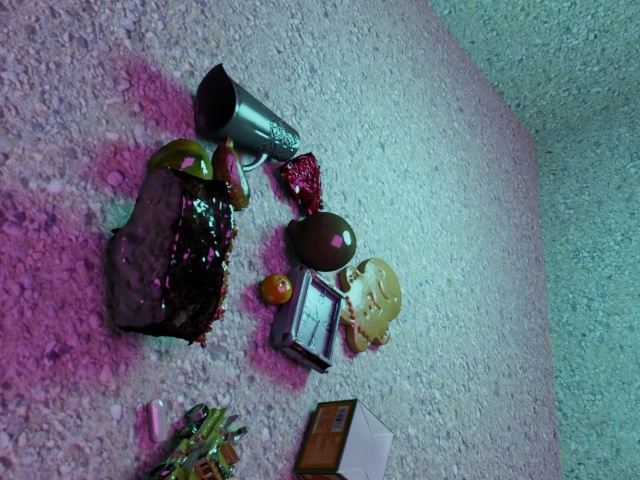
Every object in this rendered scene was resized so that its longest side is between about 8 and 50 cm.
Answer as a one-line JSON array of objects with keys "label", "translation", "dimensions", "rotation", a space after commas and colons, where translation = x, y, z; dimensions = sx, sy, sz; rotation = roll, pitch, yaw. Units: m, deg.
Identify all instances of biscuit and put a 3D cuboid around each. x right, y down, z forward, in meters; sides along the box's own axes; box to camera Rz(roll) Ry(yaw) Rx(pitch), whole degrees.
[{"label": "biscuit", "translation": [0.159, 0.189, 1.755], "dimensions": [0.355, 0.052, 0.275], "rotation": [-35, 102, -50]}]

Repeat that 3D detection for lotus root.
[{"label": "lotus root", "translation": [-0.229, -0.160, 1.377], "dimensions": [0.094, 0.108, 0.190], "rotation": [-34, 124, -47]}]

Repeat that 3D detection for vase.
[{"label": "vase", "translation": [-0.186, -0.293, 1.498], "dimensions": [0.301, 0.156, 0.251], "rotation": [20, 75, -50]}]

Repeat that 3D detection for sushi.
[{"label": "sushi", "translation": [-0.301, 0.028, 1.148], "dimensions": [0.207, 0.234, 0.348], "rotation": [17, 85, -49]}]

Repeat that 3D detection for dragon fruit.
[{"label": "dragon fruit", "translation": [-0.037, -0.154, 1.624], "dimensions": [0.122, 0.092, 0.192], "rotation": [-20, 96, -65]}]

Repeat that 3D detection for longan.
[{"label": "longan", "translation": [0.000, 0.000, 1.570], "dimensions": [0.204, 0.159, 0.185], "rotation": [26, 38, 6]}]

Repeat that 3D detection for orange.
[{"label": "orange", "translation": [-0.114, 0.125, 1.439], "dimensions": [0.083, 0.070, 0.083], "rotation": [14, 55, -20]}]

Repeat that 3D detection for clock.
[{"label": "clock", "translation": [-0.028, 0.211, 1.499], "dimensions": [0.186, 0.083, 0.253], "rotation": [40, 47, -31]}]

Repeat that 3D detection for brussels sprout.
[{"label": "brussels sprout", "translation": [-0.311, -0.163, 1.298], "dimensions": [0.149, 0.122, 0.151], "rotation": [13, 64, -43]}]

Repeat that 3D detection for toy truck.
[{"label": "toy truck", "translation": [-0.219, 0.421, 1.098], "dimensions": [0.128, 0.135, 0.259], "rotation": [64, 20, -9]}]

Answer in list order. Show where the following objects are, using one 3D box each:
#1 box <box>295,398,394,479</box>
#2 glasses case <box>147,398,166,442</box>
[{"label": "box", "translation": [0.062, 0.531, 1.413], "dimensions": [0.177, 0.148, 0.195], "rotation": [49, 43, -28]}, {"label": "glasses case", "translation": [-0.327, 0.362, 1.129], "dimensions": [0.032, 0.021, 0.083], "rotation": [2, 73, -47]}]
